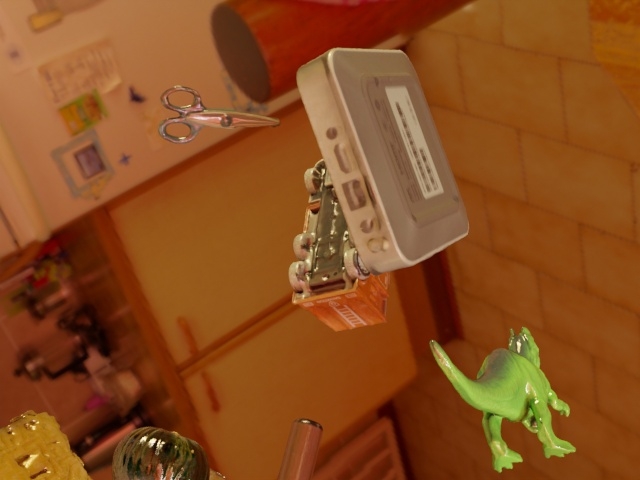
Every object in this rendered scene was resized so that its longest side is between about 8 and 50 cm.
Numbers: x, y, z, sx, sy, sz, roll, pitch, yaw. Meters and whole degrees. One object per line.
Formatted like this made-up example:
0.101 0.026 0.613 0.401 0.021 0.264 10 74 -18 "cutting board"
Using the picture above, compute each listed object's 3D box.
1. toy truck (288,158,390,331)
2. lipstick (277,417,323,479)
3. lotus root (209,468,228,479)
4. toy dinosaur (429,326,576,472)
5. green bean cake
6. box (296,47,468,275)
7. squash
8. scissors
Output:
0.067 -0.004 1.946 0.173 0.388 0.207 -14 140 30 "toy truck"
-0.062 0.461 1.411 0.057 0.357 0.057 12 158 5 "lipstick"
-0.324 0.719 2.294 0.316 0.250 0.316 37 163 13 "lotus root"
0.332 0.206 1.632 0.500 0.144 0.374 52 -153 -34 "toy dinosaur"
-0.576 0.465 1.727 0.131 0.229 0.224 -45 77 32 "green bean cake"
0.129 -0.157 1.642 0.111 0.396 0.396 -20 91 28 "box"
-0.352 0.504 1.954 0.218 0.172 0.218 8 137 7 "squash"
-0.233 -0.285 2.075 0.041 0.289 0.138 -126 41 -62 "scissors"
